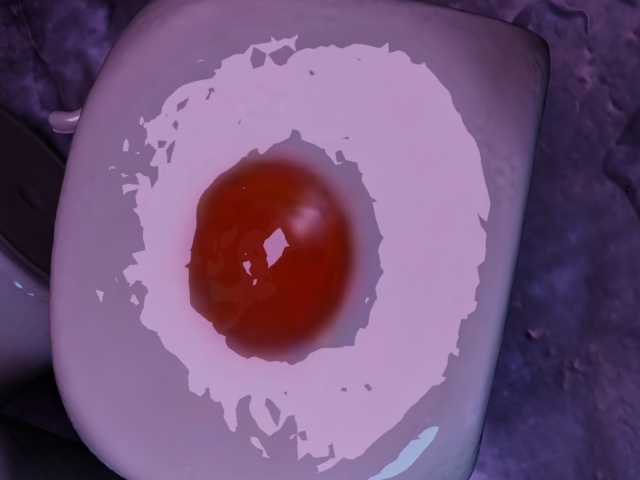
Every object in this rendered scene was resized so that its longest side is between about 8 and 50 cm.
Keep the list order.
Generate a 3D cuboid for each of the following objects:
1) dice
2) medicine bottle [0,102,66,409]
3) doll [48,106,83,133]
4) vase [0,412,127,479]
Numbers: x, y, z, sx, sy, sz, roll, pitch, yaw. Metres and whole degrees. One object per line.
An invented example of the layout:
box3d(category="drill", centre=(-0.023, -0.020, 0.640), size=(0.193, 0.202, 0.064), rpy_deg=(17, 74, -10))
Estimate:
box3d(category="dice", centre=(0.000, 0.000, 0.718), size=(0.277, 0.304, 0.304), rpy_deg=(8, 96, 12))
box3d(category="medicine bottle", centre=(-0.308, 0.030, 0.818), size=(0.232, 0.238, 0.238), rpy_deg=(-37, 87, 10))
box3d(category="doll", centre=(-0.149, -0.087, 0.873), size=(0.135, 0.071, 0.113), rpy_deg=(-27, 74, -1))
box3d(category="vase", centre=(-0.195, 0.240, 0.746), size=(0.245, 0.291, 0.245), rpy_deg=(-19, 54, 28))
